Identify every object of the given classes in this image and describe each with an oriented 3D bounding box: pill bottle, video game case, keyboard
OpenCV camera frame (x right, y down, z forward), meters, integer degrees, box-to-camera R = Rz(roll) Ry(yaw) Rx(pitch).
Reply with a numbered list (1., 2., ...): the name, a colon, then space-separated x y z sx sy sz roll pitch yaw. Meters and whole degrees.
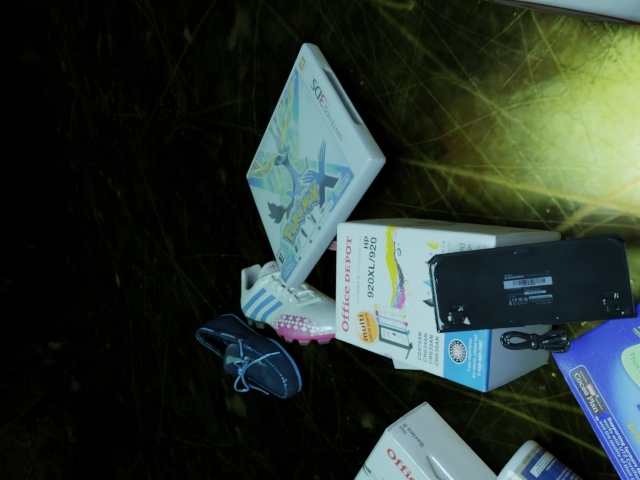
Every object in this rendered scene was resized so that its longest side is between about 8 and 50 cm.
1. pill bottle: 0.314 0.347 0.585 0.169 0.094 0.094 36 126 37
2. video game case: -0.034 -0.127 0.840 0.329 0.036 0.299 -57 45 41
3. keyboard: 0.202 0.057 0.452 0.180 0.023 0.108 -7 87 13

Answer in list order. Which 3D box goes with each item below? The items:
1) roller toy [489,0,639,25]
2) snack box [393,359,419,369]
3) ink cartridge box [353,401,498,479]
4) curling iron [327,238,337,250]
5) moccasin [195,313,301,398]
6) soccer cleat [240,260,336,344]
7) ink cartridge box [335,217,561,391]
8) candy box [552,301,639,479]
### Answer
1. roller toy: 0.241 -0.282 0.411 0.191 0.209 0.146 15 118 8
2. snack box: 0.133 0.128 0.784 0.064 0.022 0.178 -15 90 49
3. ink cartridge box: 0.162 0.441 0.772 0.198 0.115 0.272 44 131 32
4. curling iron: 0.000 0.000 0.879 0.274 0.068 0.035 0 102 54
5. moccasin: -0.186 0.294 1.128 0.342 0.117 0.137 17 114 45
6. soccer cleat: -0.067 0.116 0.939 0.331 0.116 0.143 1 101 49
7. ink cartridge box: 0.156 0.063 0.610 0.233 0.168 0.171 8 98 48
8. candy box: 0.399 0.138 0.356 0.317 0.122 0.268 -54 42 43
